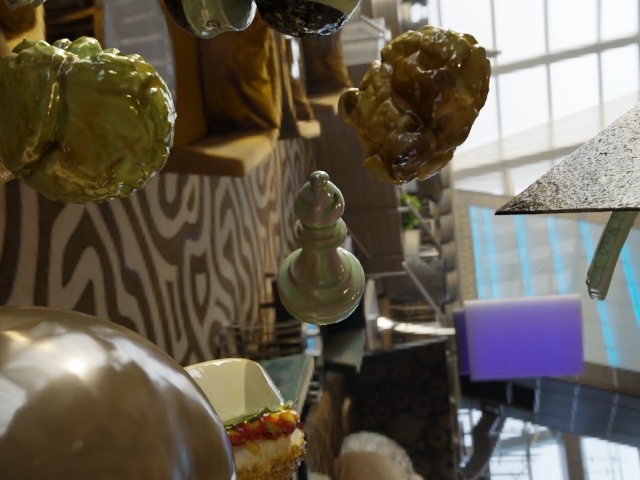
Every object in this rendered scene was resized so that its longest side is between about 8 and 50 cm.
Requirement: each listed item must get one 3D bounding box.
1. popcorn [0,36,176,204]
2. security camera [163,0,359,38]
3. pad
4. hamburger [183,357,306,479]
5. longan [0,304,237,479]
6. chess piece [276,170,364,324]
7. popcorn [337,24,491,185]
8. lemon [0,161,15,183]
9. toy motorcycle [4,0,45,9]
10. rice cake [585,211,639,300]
[{"bbox_3d":[-0.289,-0.143,0.934,0.183,0.221,0.204,-102,-147,-66],"label":"popcorn"},{"bbox_3d":[-0.073,-0.386,1.115,0.197,0.277,0.191,18,79,-75],"label":"security camera"},{"bbox_3d":[0.347,-0.110,0.762,0.220,0.330,0.004,0,-59,61],"label":"pad"},{"bbox_3d":[-0.155,0.276,0.980,0.179,0.276,0.294,64,-25,21],"label":"hamburger"},{"bbox_3d":[-0.180,0.163,0.484,0.300,0.300,0.243,-70,171,-67],"label":"longan"},{"bbox_3d":[0.000,0.000,1.140,0.271,0.139,0.139,90,3,-51],"label":"chess piece"},{"bbox_3d":[0.116,-0.160,0.931,0.140,0.163,0.194,18,95,-36],"label":"popcorn"},{"bbox_3d":[-0.494,-0.169,1.116,0.244,0.187,0.186,137,-48,-72],"label":"lemon"},{"bbox_3d":[-0.492,-0.454,1.343,0.074,0.151,0.229,61,-13,-26],"label":"toy motorcycle"},{"bbox_3d":[0.553,-0.005,1.445,0.237,0.043,0.127,-65,153,-4],"label":"rice cake"}]
